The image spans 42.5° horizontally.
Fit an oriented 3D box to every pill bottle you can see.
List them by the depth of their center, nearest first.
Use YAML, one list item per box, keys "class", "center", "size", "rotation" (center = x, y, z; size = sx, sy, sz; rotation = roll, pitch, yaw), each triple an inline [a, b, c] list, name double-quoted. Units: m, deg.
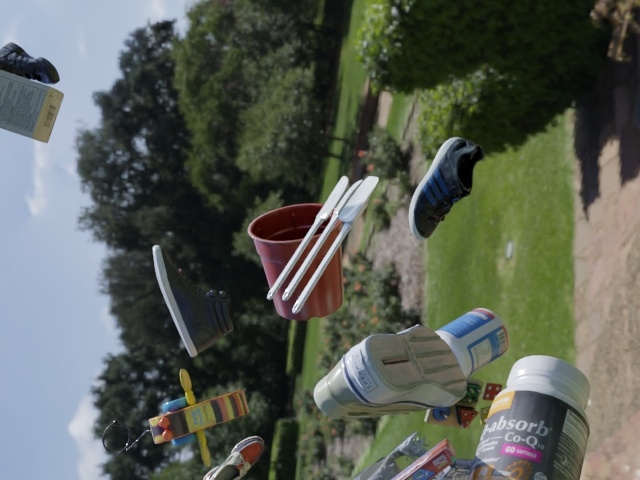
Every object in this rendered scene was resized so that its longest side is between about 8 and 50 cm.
- class: "pill bottle"
  center: [0.332, 0.328, 1.297]
  size: [0.162, 0.162, 0.278]
  rotation: [101, -166, -50]
- class: "pill bottle"
  center: [0.304, 0.243, 1.818]
  size: [0.124, 0.222, 0.124]
  rotation: [27, 127, 42]

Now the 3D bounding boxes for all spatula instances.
- class: "spatula"
  center: [0.000, 0.000, 1.291]
  size: [0.242, 0.019, 0.168]
  rotation: [-57, 23, -6]

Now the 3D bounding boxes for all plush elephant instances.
- class: "plush elephant"
  center: [0.184, 0.611, 1.808]
  size: [0.330, 0.255, 0.272]
  rotation: [-44, -4, 9]

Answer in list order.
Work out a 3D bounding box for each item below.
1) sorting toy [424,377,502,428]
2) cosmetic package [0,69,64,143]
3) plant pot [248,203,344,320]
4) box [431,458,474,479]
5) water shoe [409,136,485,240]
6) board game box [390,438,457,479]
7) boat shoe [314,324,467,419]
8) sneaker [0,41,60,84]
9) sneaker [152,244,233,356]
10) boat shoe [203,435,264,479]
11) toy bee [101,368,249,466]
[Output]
- class: "sorting toy"
  center: [0.354, 0.415, 2.085]
  size: [0.046, 0.275, 0.132]
  rotation: [34, 109, 65]
- class: "cosmetic package"
  center: [-0.337, -0.148, 0.865]
  size: [0.041, 0.115, 0.060]
  rotation: [20, -90, -86]
- class: "plant pot"
  center: [-0.050, 0.068, 2.340]
  size: [0.272, 0.273, 0.264]
  rotation: [-92, -6, -67]
- class: "box"
  center: [0.245, 0.465, 1.551]
  size: [0.137, 0.094, 0.027]
  rotation: [-61, 30, 29]
- class: "water shoe"
  center: [0.228, -0.091, 1.498]
  size: [0.080, 0.073, 0.203]
  rotation: [25, 94, 49]
- class: "board game box"
  center: [0.086, 0.398, 1.245]
  size: [0.027, 0.281, 0.145]
  rotation: [53, -179, 11]
- class: "boat shoe"
  center: [0.093, 0.170, 1.042]
  size: [0.302, 0.094, 0.109]
  rotation: [17, -134, -57]
- class: "sneaker"
  center: [-0.553, -0.304, 1.471]
  size: [0.089, 0.170, 0.051]
  rotation: [-44, -28, -33]
- class: "sneaker"
  center: [-0.316, 0.131, 2.077]
  size: [0.295, 0.147, 0.104]
  rotation: [66, 166, 7]
- class: "boat shoe"
  center: [-0.157, 0.415, 1.512]
  size: [0.049, 0.137, 0.043]
  rotation: [53, 172, -10]
- class: "toy bee"
  center: [-0.283, 0.385, 1.696]
  size: [0.195, 0.298, 0.162]
  rotation: [53, 163, 0]
